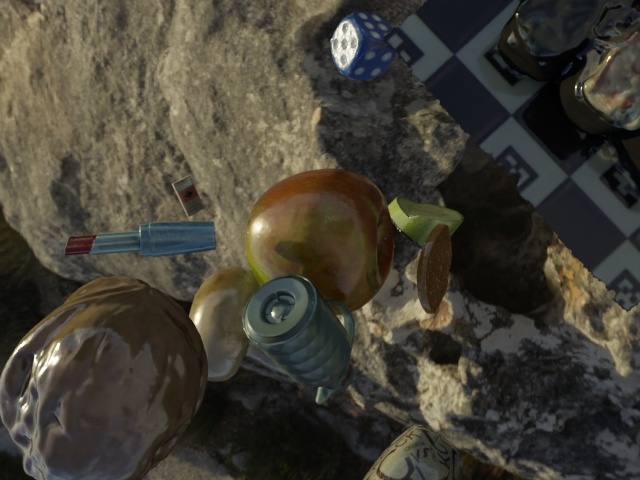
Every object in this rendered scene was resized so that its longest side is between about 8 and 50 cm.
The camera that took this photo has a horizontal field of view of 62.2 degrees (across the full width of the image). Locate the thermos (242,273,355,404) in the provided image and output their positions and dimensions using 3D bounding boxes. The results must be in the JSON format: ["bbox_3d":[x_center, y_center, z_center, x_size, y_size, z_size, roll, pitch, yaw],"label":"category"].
[{"bbox_3d":[-0.012,0.183,1.003,0.145,0.182,0.286,12,151,35],"label":"thermos"}]

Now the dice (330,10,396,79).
[{"bbox_3d":[0.125,-0.553,1.514,0.146,0.146,0.143,-51,57,49],"label":"dice"}]

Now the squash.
[{"bbox_3d":[0.306,-0.071,1.610,0.220,0.220,0.133,36,115,9],"label":"squash"}]

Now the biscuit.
[{"bbox_3d":[0.272,0.068,1.271,0.029,0.142,0.221,8,93,37],"label":"biscuit"}]

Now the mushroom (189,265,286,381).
[{"bbox_3d":[-0.182,0.214,1.322,0.290,0.292,0.292,15,111,-8],"label":"mushroom"}]

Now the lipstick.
[{"bbox_3d":[-0.341,0.000,1.012,0.274,0.061,0.068,-4,91,-14],"label":"lipstick"}]

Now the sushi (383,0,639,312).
[{"bbox_3d":[0.293,-0.158,0.484,0.296,0.100,0.373,-40,89,1],"label":"sushi"}]

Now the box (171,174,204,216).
[{"bbox_3d":[-0.299,-0.100,1.200,0.012,0.046,0.083,10,127,50],"label":"box"}]

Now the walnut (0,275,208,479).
[{"bbox_3d":[-0.265,0.178,0.678,0.227,0.273,0.273,30,114,-3],"label":"walnut"}]

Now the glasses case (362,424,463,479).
[{"bbox_3d":[0.090,0.286,0.569,0.085,0.355,0.137,33,72,24],"label":"glasses case"}]

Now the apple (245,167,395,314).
[{"bbox_3d":[0.000,0.000,1.192,0.339,0.339,0.340,6,107,20],"label":"apple"}]
